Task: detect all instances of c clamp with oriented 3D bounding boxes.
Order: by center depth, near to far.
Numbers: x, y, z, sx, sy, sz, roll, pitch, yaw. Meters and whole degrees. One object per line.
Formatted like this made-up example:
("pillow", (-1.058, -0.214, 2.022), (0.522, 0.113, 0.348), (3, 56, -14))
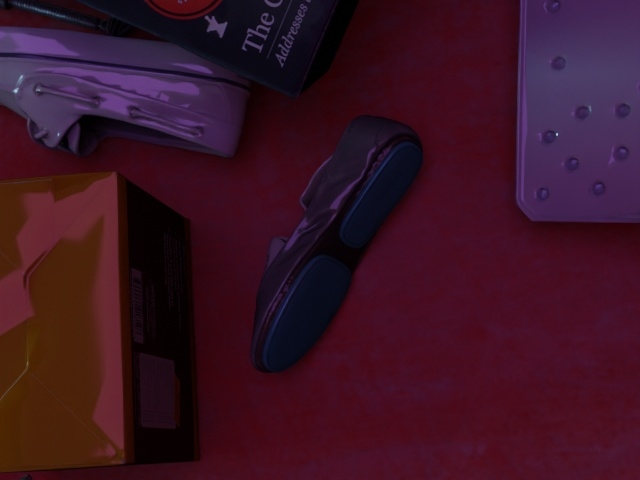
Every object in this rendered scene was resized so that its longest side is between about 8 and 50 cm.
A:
("c clamp", (-0.207, -0.201, 1.100), (0.161, 0.022, 0.137), (11, 78, 11))

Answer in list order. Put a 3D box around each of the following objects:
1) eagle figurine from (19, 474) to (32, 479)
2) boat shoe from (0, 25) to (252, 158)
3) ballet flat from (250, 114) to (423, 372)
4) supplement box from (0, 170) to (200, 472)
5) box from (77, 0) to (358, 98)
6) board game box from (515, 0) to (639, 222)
("eagle figurine", (-0.105, 0.286, 0.888), (0.298, 0.226, 0.225), (37, 82, 5))
("boat shoe", (-0.187, -0.107, 1.048), (0.268, 0.096, 0.088), (6, 82, 3))
("ballet flat", (0.000, 0.000, 1.024), (0.068, 0.072, 0.213), (30, 85, 39))
("supplement box", (-0.173, 0.065, 0.963), (0.129, 0.194, 0.191), (-5, 81, 8))
("box", (-0.081, -0.321, 0.947), (0.313, 0.179, 0.343), (24, 104, 2))
("board game box", (0.326, -0.205, 0.918), (0.390, 0.050, 0.390), (1, 89, 31))
